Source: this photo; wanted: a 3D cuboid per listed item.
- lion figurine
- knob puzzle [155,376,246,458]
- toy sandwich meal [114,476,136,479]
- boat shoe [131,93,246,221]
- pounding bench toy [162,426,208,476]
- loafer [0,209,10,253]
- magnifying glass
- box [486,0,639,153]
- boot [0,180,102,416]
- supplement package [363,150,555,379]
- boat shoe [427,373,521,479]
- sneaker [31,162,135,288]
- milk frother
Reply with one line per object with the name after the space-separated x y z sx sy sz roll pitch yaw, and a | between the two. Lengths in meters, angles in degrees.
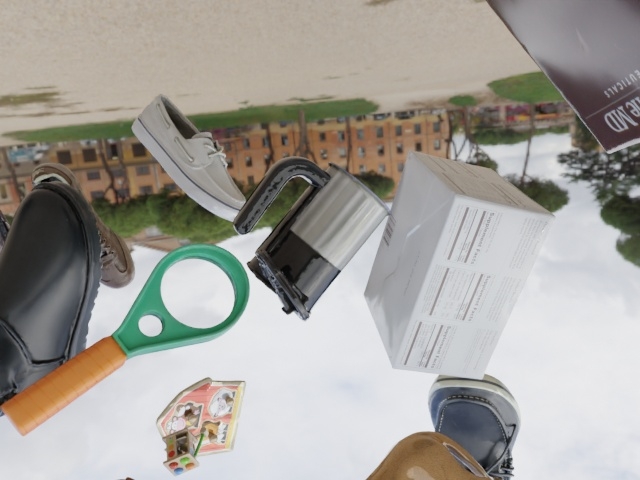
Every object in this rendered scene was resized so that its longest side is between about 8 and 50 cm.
0.095 0.382 0.757 0.392 0.240 0.142 -32 179 -34 | lion figurine
-0.260 0.394 1.164 0.213 0.213 0.030 -13 -160 -31 | knob puzzle
-0.252 0.348 0.697 0.085 0.086 0.029 -3 -166 10 | toy sandwich meal
-0.206 -0.142 0.904 0.267 0.088 0.096 46 -162 18 | boat shoe
-0.252 0.400 1.021 0.083 0.052 0.065 -23 -141 -2 | pounding bench toy
-0.492 0.035 0.792 0.108 0.303 0.095 -3 -159 11 | loafer
-0.155 0.079 0.464 0.231 0.092 0.026 -37 177 -36 | magnifying glass
0.155 -0.253 0.345 0.143 0.381 0.191 -39 175 8 | box
-0.309 0.074 0.483 0.094 0.247 0.207 15 -167 17 | boot
0.184 0.031 0.788 0.145 0.262 0.204 11 -157 -13 | supplement package
0.324 0.456 1.131 0.186 0.501 0.156 0 -140 16 | boat shoe
-0.310 -0.011 0.687 0.066 0.189 0.071 -32 -165 -4 | sneaker
0.000 0.000 0.503 0.129 0.135 0.143 39 180 -39 | milk frother
